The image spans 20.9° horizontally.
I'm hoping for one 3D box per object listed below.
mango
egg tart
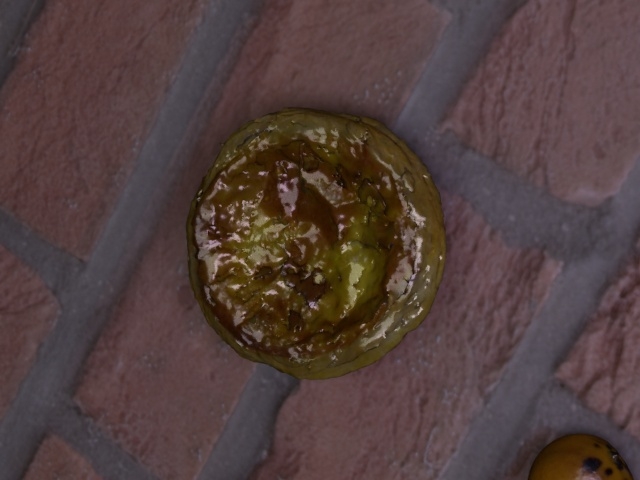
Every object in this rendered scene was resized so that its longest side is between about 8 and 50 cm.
[{"bbox_3d":[0.252,0.277,1.714,0.115,0.090,0.178,21,107,31],"label":"mango"},{"bbox_3d":[0.000,0.000,1.786,0.290,0.115,0.290,1,94,23],"label":"egg tart"}]
